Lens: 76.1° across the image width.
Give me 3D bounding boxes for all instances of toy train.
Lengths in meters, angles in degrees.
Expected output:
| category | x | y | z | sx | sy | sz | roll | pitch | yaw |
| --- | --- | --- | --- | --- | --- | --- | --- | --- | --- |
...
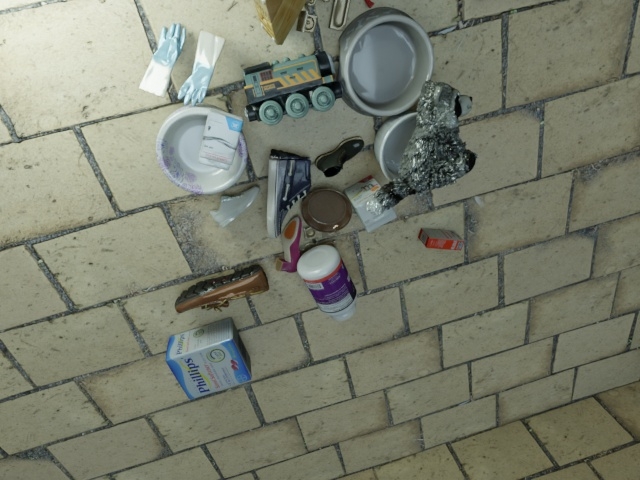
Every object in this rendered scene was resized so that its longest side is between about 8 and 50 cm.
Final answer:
| category | x | y | z | sx | sy | sz | roll | pitch | yaw |
| --- | --- | --- | --- | --- | --- | --- | --- | --- | --- |
| toy train | -0.097 | -0.495 | 1.332 | 0.334 | 0.142 | 0.190 | -16 | 111 | -3 |

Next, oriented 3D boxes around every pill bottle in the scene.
| category | x | y | z | sx | sy | sz | roll | pitch | yaw |
| --- | --- | --- | --- | --- | --- | --- | --- | --- | --- |
| pill bottle | 0.041 | 0.185 | 1.696 | 0.181 | 0.181 | 0.323 | -25 | 126 | 2 |

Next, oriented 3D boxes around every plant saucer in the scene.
| category | x | y | z | sx | sy | sz | roll | pitch | yaw |
| --- | --- | --- | --- | --- | --- | --- | --- | --- | --- |
| plant saucer | 0.025 | -0.120 | 1.595 | 0.199 | 0.036 | 0.198 | 2 | 126 | 3 |

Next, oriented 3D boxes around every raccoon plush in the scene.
| category | x | y | z | sx | sy | sz | roll | pitch | yaw |
| --- | --- | --- | --- | --- | --- | --- | --- | --- | --- |
| raccoon plush | 0.295 | -0.301 | 1.312 | 0.446 | 0.216 | 0.299 | -35 | 112 | -1 |

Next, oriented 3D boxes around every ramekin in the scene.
| category | x | y | z | sx | sy | sz | roll | pitch | yaw |
| --- | --- | --- | --- | --- | --- | --- | --- | --- | --- |
| ramekin | 0.330 | -0.342 | 1.504 | 0.277 | 0.135 | 0.277 | -6 | 119 | -10 |

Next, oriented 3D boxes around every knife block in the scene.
| category | x | y | z | sx | sy | sz | roll | pitch | yaw |
| --- | --- | --- | --- | --- | --- | --- | --- | --- | --- |
| knife block | -0.073 | -0.722 | 1.151 | 0.242 | 0.275 | 0.088 | -35 | 80 | -3 |

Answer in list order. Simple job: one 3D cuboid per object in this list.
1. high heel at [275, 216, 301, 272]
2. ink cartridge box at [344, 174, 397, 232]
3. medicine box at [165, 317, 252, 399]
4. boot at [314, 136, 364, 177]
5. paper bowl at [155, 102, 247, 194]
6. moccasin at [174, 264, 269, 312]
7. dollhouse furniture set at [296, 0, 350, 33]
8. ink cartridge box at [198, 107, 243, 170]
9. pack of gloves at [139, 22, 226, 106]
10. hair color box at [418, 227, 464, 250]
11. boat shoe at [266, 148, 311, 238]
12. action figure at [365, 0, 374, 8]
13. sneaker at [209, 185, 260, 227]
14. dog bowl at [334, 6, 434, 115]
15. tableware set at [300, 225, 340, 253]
| category | x | y | z | sx | sy | sz | roll | pitch | yaw |
| --- | --- | --- | --- | --- | --- | --- | --- | --- | --- |
| high heel | -0.098 | 0.020 | 1.658 | 0.117 | 0.082 | 0.244 | 3 | 108 | -46 |
| ink cartridge box | 0.188 | -0.142 | 1.558 | 0.128 | 0.176 | 0.127 | -29 | 120 | 4 |
| medicine box | -0.480 | 0.517 | 1.789 | 0.289 | 0.149 | 0.263 | -18 | 120 | -3 |
| boot | 0.084 | -0.293 | 1.475 | 0.198 | 0.137 | 0.077 | -32 | 120 | 5 |
| paper bowl | -0.387 | -0.307 | 1.357 | 0.284 | 0.148 | 0.284 | -5 | 119 | -9 |
| moccasin | -0.398 | 0.219 | 1.662 | 0.380 | 0.139 | 0.147 | -20 | 112 | -12 |
| dollhouse furniture set | 0.020 | -0.699 | 1.246 | 0.151 | 0.123 | 0.144 | 5 | 117 | -15 |
| ink cartridge box | -0.310 | -0.301 | 1.260 | 0.104 | 0.060 | 0.180 | 12 | 114 | -19 |
| pack of gloves | -0.416 | -0.532 | 1.252 | 0.195 | 0.046 | 0.232 | 21 | 90 | 1 |
| hair color box | 0.517 | -0.005 | 1.754 | 0.167 | 0.093 | 0.053 | 4 | 118 | -14 |
| boat shoe | -0.114 | -0.160 | 1.508 | 0.158 | 0.127 | 0.340 | 3 | 117 | -5 |
| action figure | 0.083 | -0.818 | 1.192 | 0.280 | 0.139 | 0.091 | 35 | 105 | -24 |
| sneaker | -0.319 | -0.141 | 1.511 | 0.212 | 0.080 | 0.094 | -40 | 107 | 12 |
| dog bowl | 0.218 | -0.581 | 1.368 | 0.349 | 0.102 | 0.348 | -6 | 119 | -10 |
| tableware set | 0.000 | 0.000 | 1.685 | 0.169 | 0.020 | 0.141 | -9 | 120 | -7 |
